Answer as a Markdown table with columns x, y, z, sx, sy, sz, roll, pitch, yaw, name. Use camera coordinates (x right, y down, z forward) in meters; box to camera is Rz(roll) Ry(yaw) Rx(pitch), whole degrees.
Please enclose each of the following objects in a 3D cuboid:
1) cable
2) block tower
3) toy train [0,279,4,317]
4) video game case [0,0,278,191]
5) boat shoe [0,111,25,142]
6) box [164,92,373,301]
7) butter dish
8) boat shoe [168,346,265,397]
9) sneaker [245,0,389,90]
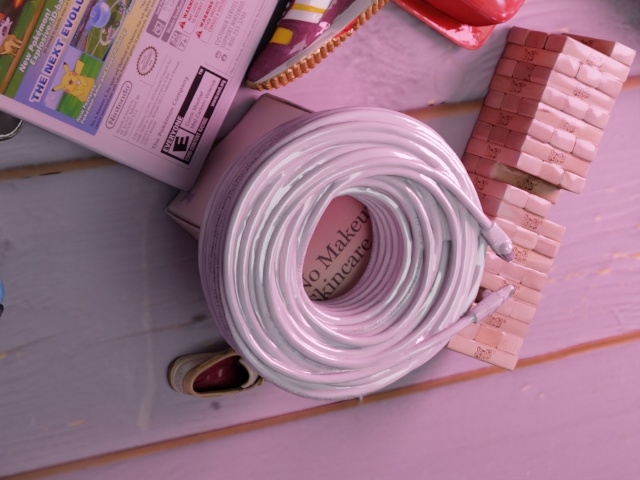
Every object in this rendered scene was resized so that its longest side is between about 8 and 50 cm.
| x | y | z | sx | sy | sz | roll | pitch | yaw | name |
| --- | --- | --- | --- | --- | --- | --- | --- | --- | --- |
| 0.020 | 0.008 | 1.533 | 0.257 | 0.089 | 0.257 | -37 | 118 | -14 | cable |
| 0.192 | -0.050 | 1.763 | 0.097 | 0.091 | 0.335 | 21 | 92 | -33 | block tower |
| -0.344 | 0.019 | 1.490 | 0.105 | 0.080 | 0.184 | -37 | 121 | -6 | toy train |
| -0.150 | -0.235 | 1.508 | 0.300 | 0.036 | 0.329 | 24 | 91 | -48 | video game case |
| -0.329 | -0.139 | 1.453 | 0.223 | 0.073 | 0.080 | 33 | 86 | -32 | boat shoe |
| 0.000 | 0.000 | 1.646 | 0.148 | 0.127 | 0.232 | -51 | 121 | -8 | box |
| 0.153 | -0.270 | 1.664 | 0.160 | 0.118 | 0.160 | 29 | 88 | -33 | butter dish |
| -0.074 | 0.122 | 1.685 | 0.135 | 0.045 | 0.050 | -16 | 111 | -25 | boat shoe |
| -0.007 | -0.215 | 1.627 | 0.185 | 0.069 | 0.084 | -39 | 86 | -1 | sneaker |
